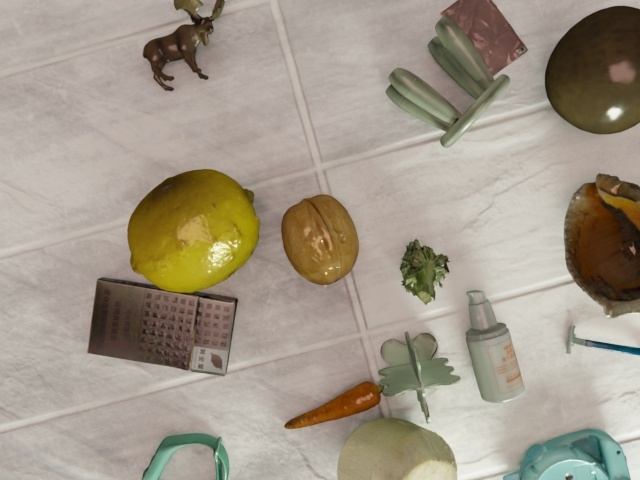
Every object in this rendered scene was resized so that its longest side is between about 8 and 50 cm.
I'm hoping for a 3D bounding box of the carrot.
[{"bbox_3d":[0.031,0.391,1.480,0.257,0.061,0.061,-24,93,4],"label":"carrot"}]

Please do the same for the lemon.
[{"bbox_3d":[-0.271,-0.019,1.363,0.260,0.260,0.284,36,87,-1],"label":"lemon"}]

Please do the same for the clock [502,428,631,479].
[{"bbox_3d":[0.567,0.571,1.463,0.274,0.094,0.223,-16,92,1],"label":"clock"}]

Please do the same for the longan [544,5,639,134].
[{"bbox_3d":[0.598,-0.352,1.327,0.258,0.258,0.258,0,94,1],"label":"longan"}]

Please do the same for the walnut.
[{"bbox_3d":[0.000,0.000,1.406,0.165,0.165,0.197,-17,86,2],"label":"walnut"}]

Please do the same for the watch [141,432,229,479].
[{"bbox_3d":[-0.311,0.555,1.491,0.195,0.068,0.237,27,95,-2],"label":"watch"}]

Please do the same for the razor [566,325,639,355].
[{"bbox_3d":[0.666,0.245,1.468,0.191,0.037,0.068,10,93,0],"label":"razor"}]

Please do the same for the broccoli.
[{"bbox_3d":[0.223,0.082,1.386,0.118,0.204,0.122,24,109,0],"label":"broccoli"}]

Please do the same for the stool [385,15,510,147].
[{"bbox_3d":[0.265,-0.328,1.361,0.199,0.195,0.195,41,94,0],"label":"stool"}]

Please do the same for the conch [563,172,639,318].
[{"bbox_3d":[0.687,0.029,1.382,0.297,0.210,0.352,-39,59,5],"label":"conch"}]

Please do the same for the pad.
[{"bbox_3d":[0.370,-0.472,1.442,0.113,0.006,0.187,-36,92,4],"label":"pad"}]

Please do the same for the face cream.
[{"bbox_3d":[0.381,0.231,1.441,0.101,0.101,0.251,-15,93,2],"label":"face cream"}]

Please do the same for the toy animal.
[{"bbox_3d":[-0.300,-0.449,1.414,0.214,0.094,0.186,-15,85,10],"label":"toy animal"}]

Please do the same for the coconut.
[{"bbox_3d":[0.166,0.513,1.404,0.245,0.247,0.244,-2,93,-29],"label":"coconut"}]

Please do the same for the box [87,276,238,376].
[{"bbox_3d":[-0.364,0.198,1.479,0.325,0.047,0.180,9,94,1],"label":"box"}]

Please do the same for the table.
[{"bbox_3d":[0.211,0.295,1.398,0.167,0.198,0.166,0,94,2],"label":"table"}]
